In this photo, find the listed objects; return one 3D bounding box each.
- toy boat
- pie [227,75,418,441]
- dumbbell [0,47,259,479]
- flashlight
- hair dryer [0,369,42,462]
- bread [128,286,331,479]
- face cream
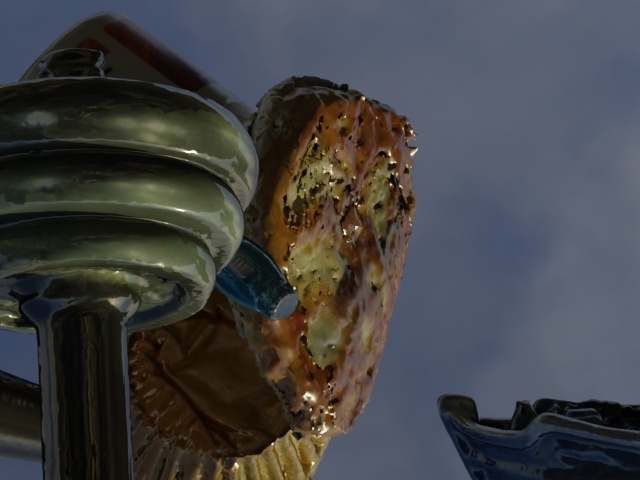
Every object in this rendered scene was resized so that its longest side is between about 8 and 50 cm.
[{"bbox_3d":[0.228,0.110,0.894,0.309,0.129,0.142,-2,-93,6],"label":"toy boat"},{"bbox_3d":[0.001,0.000,1.194,0.308,0.085,0.308,-8,-81,-58],"label":"pie"},{"bbox_3d":[-0.102,0.103,0.634,0.179,0.179,0.406,6,-112,-31],"label":"dumbbell"},{"bbox_3d":[-0.062,0.014,0.999,0.051,0.051,0.129,-15,-141,-41],"label":"flashlight"},{"bbox_3d":[-0.264,0.013,0.927,0.236,0.091,0.271,19,-129,-29],"label":"hair dryer"},{"bbox_3d":[-0.102,0.141,1.367,0.240,0.139,0.240,-1,-113,2],"label":"bread"},{"bbox_3d":[-0.179,-0.085,1.342,0.187,0.201,0.201,37,-136,8],"label":"face cream"}]
